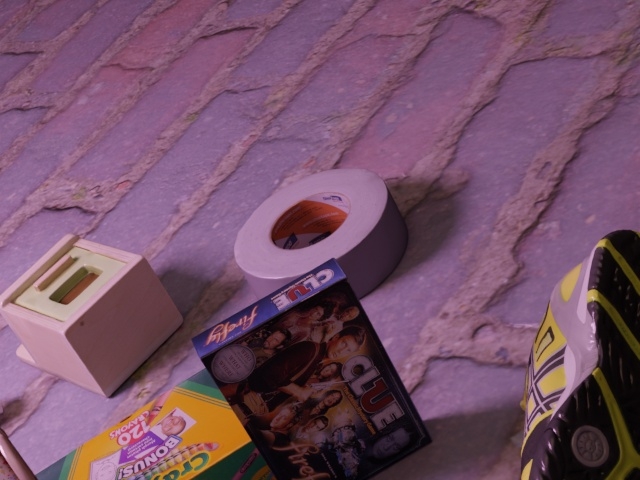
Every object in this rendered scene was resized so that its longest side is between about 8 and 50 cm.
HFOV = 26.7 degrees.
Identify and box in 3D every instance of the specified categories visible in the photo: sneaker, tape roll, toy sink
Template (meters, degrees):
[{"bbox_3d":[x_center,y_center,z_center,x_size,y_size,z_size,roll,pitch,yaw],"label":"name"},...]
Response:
[{"bbox_3d":[0.259,0.177,1.287,0.147,0.145,0.384,-49,15,55],"label":"sneaker"},{"bbox_3d":[0.000,0.000,1.751,0.219,0.072,0.219,-19,34,13],"label":"tape roll"},{"bbox_3d":[-0.329,0.090,1.815,0.234,0.131,0.153,14,51,47],"label":"toy sink"}]

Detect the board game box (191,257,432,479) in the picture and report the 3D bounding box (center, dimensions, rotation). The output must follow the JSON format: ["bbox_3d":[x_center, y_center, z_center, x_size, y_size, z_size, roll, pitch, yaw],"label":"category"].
[{"bbox_3d":[-0.004,0.155,1.377,0.165,0.243,0.042,-30,33,-3],"label":"board game box"}]

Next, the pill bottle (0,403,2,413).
[{"bbox_3d":[-0.484,0.237,1.789,0.116,0.065,0.065,-30,32,-3],"label":"pill bottle"}]

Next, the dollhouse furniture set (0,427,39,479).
[{"bbox_3d":[-0.312,0.273,1.327,0.303,0.174,0.355,-38,75,-11],"label":"dollhouse furniture set"}]

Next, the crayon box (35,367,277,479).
[{"bbox_3d":[-0.181,0.266,1.505,0.278,0.081,0.165,-32,32,-6],"label":"crayon box"}]
